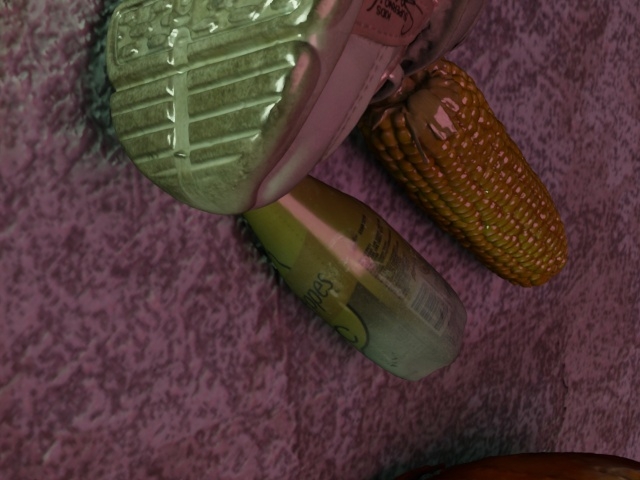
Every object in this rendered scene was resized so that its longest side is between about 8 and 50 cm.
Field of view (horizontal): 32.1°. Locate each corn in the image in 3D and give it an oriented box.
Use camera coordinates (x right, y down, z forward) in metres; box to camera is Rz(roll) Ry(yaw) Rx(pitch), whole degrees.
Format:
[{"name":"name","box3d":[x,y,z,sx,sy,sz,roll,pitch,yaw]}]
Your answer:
[{"name":"corn","box3d":[0.116,-0.047,0.858,0.260,0.091,0.091,45,66,-43]}]

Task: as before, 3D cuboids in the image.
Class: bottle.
[{"name":"bottle","box3d":[0.000,0.000,0.769,0.270,0.083,0.083,42,70,-30]}]

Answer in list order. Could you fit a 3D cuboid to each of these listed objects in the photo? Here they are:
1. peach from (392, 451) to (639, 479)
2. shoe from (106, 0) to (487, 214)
[{"name":"peach","box3d":[0.159,0.347,0.869,0.416,0.353,0.339,-17,105,-4]},{"name":"shoe","box3d":[0.021,-0.163,0.672,0.198,0.172,0.351,32,72,-44]}]
